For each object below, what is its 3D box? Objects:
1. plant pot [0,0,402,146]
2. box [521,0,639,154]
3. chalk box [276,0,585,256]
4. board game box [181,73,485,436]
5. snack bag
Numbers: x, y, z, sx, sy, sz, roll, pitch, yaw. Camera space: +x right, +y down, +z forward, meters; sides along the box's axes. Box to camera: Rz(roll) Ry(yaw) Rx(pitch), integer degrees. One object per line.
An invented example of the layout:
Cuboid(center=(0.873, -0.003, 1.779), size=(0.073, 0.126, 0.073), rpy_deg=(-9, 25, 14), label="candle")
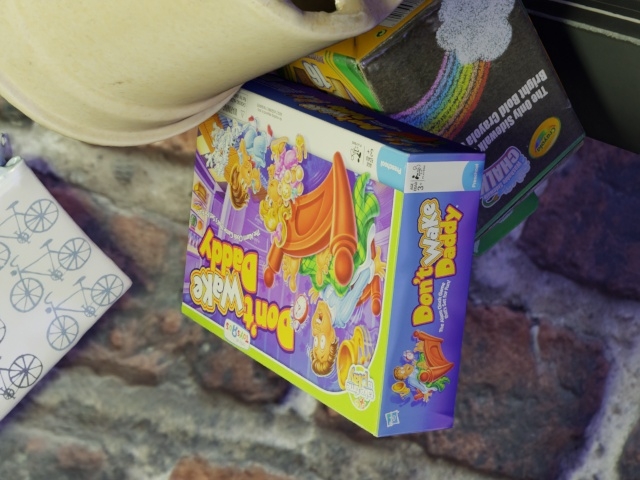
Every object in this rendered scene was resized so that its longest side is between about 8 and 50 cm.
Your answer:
Cuboid(center=(-0.085, -0.248, 1.438), size=(0.334, 0.305, 0.334), rpy_deg=(1, 88, -37), label="plant pot")
Cuboid(center=(0.377, -0.232, 1.794), size=(0.294, 0.296, 0.183), rpy_deg=(-41, 123, -14), label="box")
Cuboid(center=(0.110, -0.119, 1.732), size=(0.180, 0.179, 0.289), rpy_deg=(-40, 123, -17), label="chalk box")
Cuboid(center=(0.000, 0.000, 1.594), size=(0.078, 0.347, 0.233), rpy_deg=(-3, 106, -31), label="board game box")
Cuboid(center=(-0.368, 0.037, 1.564), size=(0.323, 0.037, 0.342), rpy_deg=(-45, 123, -12), label="snack bag")
